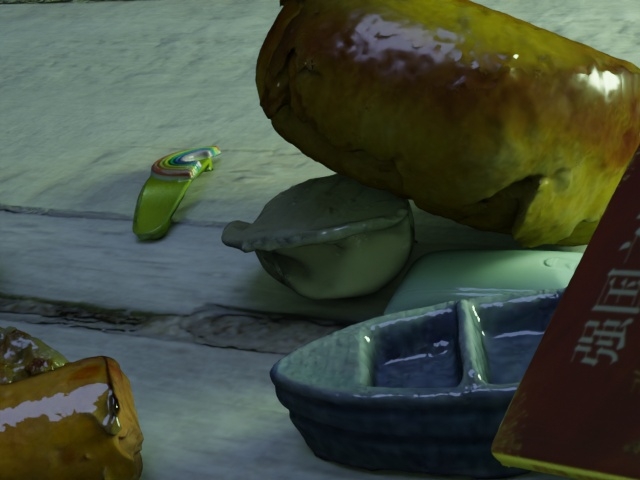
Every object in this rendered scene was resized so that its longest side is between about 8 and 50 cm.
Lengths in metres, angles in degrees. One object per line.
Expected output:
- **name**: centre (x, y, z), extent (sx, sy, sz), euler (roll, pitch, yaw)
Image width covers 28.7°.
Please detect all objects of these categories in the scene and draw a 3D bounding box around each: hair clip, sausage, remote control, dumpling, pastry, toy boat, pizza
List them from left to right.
- **sausage**: centre (-0.254, 0.149, 0.832), extent (0.271, 0.108, 0.109), euler (-10, 27, 1)
- **pizza**: centre (-0.243, 0.108, 0.936), extent (0.194, 0.069, 0.154), euler (-3, 27, 18)
- **hair clip**: centre (-0.152, -0.056, 1.261), extent (0.060, 0.033, 0.188), euler (-7, 27, 15)
- **dumpling**: centre (-0.001, -0.001, 1.026), extent (0.150, 0.092, 0.176), euler (-14, 26, -18)
- **pastry**: centre (0.112, -0.110, 1.014), extent (0.356, 0.163, 0.356), euler (17, 12, -4)
- **toy boat**: centre (0.109, 0.090, 0.827), extent (0.283, 0.078, 0.127), euler (-8, 28, 7)
- **remote control**: centre (0.196, 0.038, 0.925), extent (0.293, 0.051, 0.103), euler (2, 29, 22)

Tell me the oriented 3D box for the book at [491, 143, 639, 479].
- **book**: centre (0.290, 0.032, 0.648), extent (0.374, 0.028, 0.262), euler (3, 54, 46)
